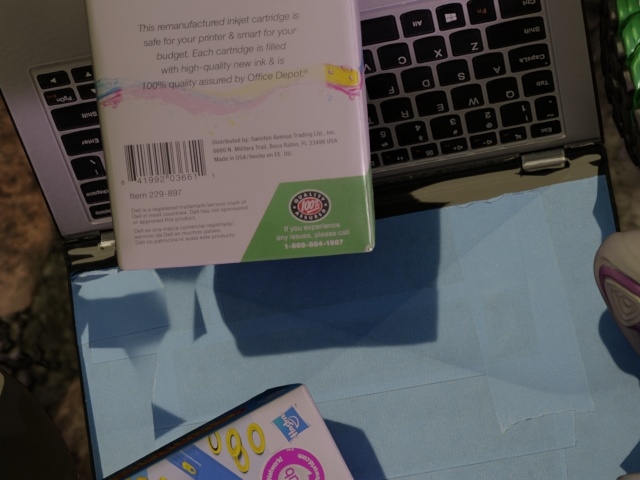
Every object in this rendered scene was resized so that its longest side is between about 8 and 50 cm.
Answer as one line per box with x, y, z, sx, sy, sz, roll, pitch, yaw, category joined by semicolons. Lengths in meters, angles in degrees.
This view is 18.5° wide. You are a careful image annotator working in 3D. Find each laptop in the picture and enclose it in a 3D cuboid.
0.000;0.000;1.237;0.382;0.408;0.236;-11;43;6;laptop

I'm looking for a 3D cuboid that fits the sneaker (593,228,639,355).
0.308;0.048;1.218;0.305;0.114;0.152;25;75;-14;sneaker

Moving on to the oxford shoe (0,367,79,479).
-0.243;0.108;1.333;0.076;0.076;0.212;-45;92;-4;oxford shoe

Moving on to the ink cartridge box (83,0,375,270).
-0.052;-0.100;1.155;0.154;0.093;0.212;-5;108;4;ink cartridge box

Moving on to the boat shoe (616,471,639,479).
0.327;0.200;1.202;0.302;0.109;0.094;8;82;5;boat shoe

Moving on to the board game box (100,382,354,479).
-0.079;0.289;1.171;0.302;0.086;0.308;-27;90;-19;board game box

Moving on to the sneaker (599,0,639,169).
0.255;-0.188;1.283;0.146;0.134;0.344;2;78;8;sneaker
